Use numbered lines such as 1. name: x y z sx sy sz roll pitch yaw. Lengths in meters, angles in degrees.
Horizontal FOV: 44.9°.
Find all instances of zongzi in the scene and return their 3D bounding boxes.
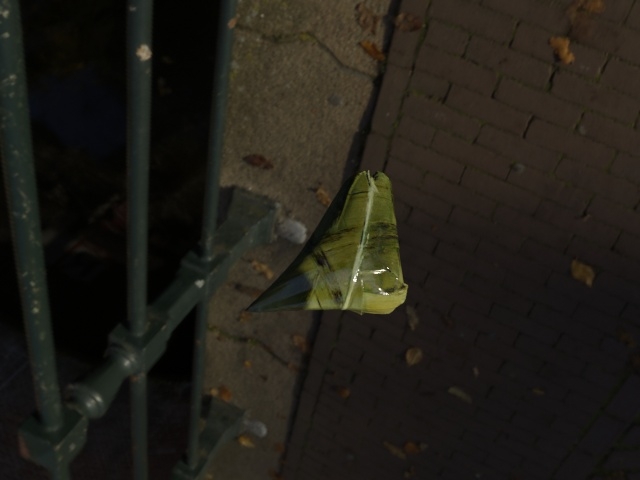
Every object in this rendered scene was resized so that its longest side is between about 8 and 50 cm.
1. zongzi: 0.000 0.000 0.545 0.113 0.103 0.052 -1 159 -15
